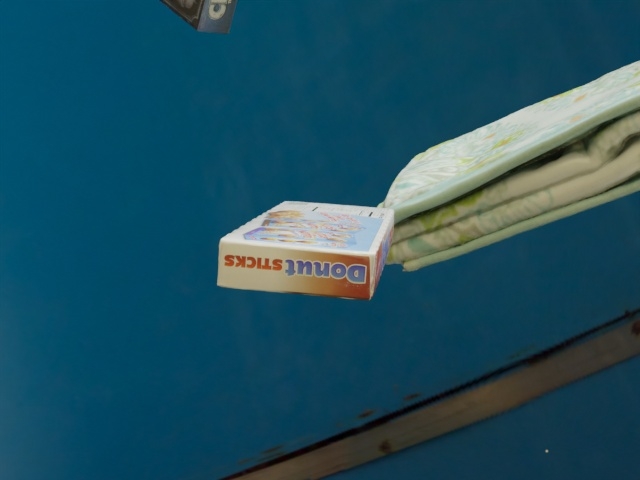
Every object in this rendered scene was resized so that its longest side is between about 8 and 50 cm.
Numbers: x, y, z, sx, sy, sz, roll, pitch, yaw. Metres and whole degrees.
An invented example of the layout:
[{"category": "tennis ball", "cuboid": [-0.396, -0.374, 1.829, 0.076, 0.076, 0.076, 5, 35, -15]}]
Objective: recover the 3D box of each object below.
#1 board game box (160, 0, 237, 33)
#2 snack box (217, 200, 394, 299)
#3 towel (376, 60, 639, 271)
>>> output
[{"category": "board game box", "cuboid": [-0.123, -0.362, 1.060, 0.165, 0.042, 0.243, 42, -56, 40]}, {"category": "snack box", "cuboid": [0.000, 0.000, 0.487, 0.064, 0.178, 0.022, 6, -82, 6]}, {"category": "towel", "cuboid": [0.249, -0.101, 1.087, 0.374, 0.320, 0.090, -21, -79, 23]}]
